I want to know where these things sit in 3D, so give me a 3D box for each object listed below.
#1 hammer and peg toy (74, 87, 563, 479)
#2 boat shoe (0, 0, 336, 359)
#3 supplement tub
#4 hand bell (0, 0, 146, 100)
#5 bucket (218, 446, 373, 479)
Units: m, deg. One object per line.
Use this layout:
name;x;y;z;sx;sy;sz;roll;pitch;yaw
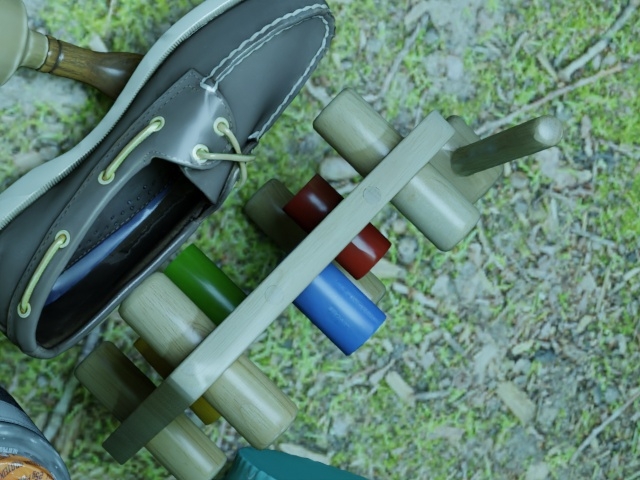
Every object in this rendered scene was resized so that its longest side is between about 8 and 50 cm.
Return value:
hammer and peg toy;0.000;0.000;1.040;0.127;0.266;0.361;45;67;0
boat shoe;-0.104;-0.053;1.047;0.324;0.097;0.116;-42;145;-3
supplement tub;-0.233;0.163;1.013;0.117;0.190;0.117;-4;102;-22
hand bell;-0.180;-0.125;1.045;0.242;0.126;0.126;13;94;-36
bucket;0.016;0.277;1.103;0.281;0.281;0.183;23;89;-25
